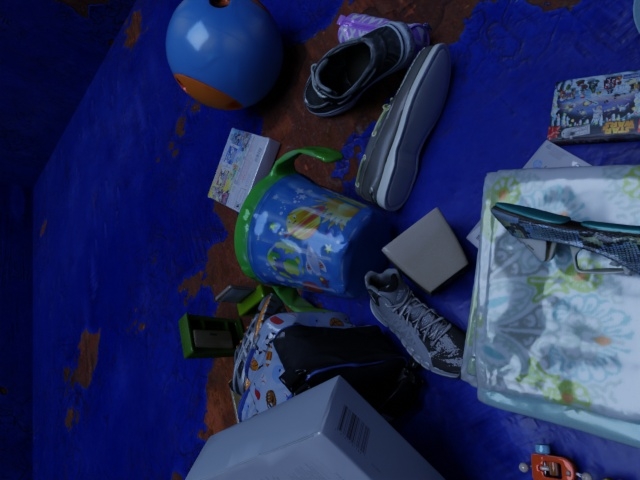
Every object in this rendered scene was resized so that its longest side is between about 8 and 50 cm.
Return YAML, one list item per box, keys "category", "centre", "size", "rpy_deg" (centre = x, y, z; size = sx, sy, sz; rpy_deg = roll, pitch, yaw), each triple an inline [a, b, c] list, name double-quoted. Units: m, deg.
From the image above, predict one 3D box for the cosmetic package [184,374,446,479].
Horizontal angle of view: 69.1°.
- category: "cosmetic package"
  centre: [0.040, 0.382, 0.633]
  size: [0.284, 0.377, 0.097]
  rpy_deg: [-36, 13, 31]

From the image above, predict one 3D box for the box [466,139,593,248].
- category: "box"
  centre: [0.325, -0.030, 0.673]
  size: [0.186, 0.038, 0.145]
  rpy_deg: [-56, 48, 19]

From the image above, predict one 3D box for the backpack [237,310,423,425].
- category: "backpack"
  centre: [-0.016, 0.256, 0.784]
  size: [0.213, 0.277, 0.263]
  rpy_deg: [47, 120, 48]

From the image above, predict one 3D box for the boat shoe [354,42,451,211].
- category: "boat shoe"
  centre: [0.146, -0.209, 0.846]
  size: [0.091, 0.109, 0.304]
  rpy_deg: [27, 102, 40]

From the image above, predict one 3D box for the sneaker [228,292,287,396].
- category: "sneaker"
  centre: [-0.126, 0.205, 0.916]
  size: [0.083, 0.084, 0.214]
  rpy_deg: [-7, 56, 36]

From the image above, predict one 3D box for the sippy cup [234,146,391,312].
- category: "sippy cup"
  centre: [0.000, 0.000, 0.866]
  size: [0.224, 0.305, 0.240]
  rpy_deg: [17, 63, 35]

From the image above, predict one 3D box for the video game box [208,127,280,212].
- category: "video game box"
  centre: [-0.207, -0.183, 1.227]
  size: [0.187, 0.048, 0.205]
  rpy_deg: [27, 98, 43]

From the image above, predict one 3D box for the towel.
- category: "towel"
  centre: [0.362, 0.069, 0.541]
  size: [0.375, 0.090, 0.320]
  rpy_deg: [5, 88, 38]

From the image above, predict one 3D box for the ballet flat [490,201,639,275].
- category: "ballet flat"
  centre: [0.281, 0.002, 0.527]
  size: [0.189, 0.070, 0.070]
  rpy_deg: [17, 91, 41]

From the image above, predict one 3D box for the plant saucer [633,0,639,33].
- category: "plant saucer"
  centre: [0.505, -0.312, 0.574]
  size: [0.195, 0.038, 0.194]
  rpy_deg: [-14, 69, 42]

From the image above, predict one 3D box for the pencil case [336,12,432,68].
- category: "pencil case"
  centre: [0.123, -0.406, 0.937]
  size: [0.206, 0.088, 0.086]
  rpy_deg: [35, 104, 45]

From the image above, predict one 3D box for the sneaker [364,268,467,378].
- category: "sneaker"
  centre: [0.144, 0.118, 0.731]
  size: [0.086, 0.132, 0.229]
  rpy_deg: [-44, 44, -14]

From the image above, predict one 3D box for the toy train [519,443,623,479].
- category: "toy train"
  centre: [0.323, 0.341, 0.572]
  size: [0.125, 0.046, 0.166]
  rpy_deg: [-20, 63, 41]

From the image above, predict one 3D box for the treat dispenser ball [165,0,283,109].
- category: "treat dispenser ball"
  centre: [-0.237, -0.474, 1.163]
  size: [0.288, 0.288, 0.287]
  rpy_deg: [-14, 70, 42]

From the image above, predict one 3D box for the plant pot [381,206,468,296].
- category: "plant pot"
  centre: [0.176, 0.029, 0.745]
  size: [0.109, 0.109, 0.096]
  rpy_deg: [-37, 70, 4]

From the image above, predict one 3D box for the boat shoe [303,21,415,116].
- category: "boat shoe"
  centre: [0.036, -0.335, 0.924]
  size: [0.335, 0.119, 0.121]
  rpy_deg: [-16, 95, 60]

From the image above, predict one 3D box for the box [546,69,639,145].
- category: "box"
  centre: [0.398, -0.184, 0.650]
  size: [0.137, 0.027, 0.093]
  rpy_deg: [6, 84, 45]

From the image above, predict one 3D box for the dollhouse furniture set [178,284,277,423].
- category: "dollhouse furniture set"
  centre: [-0.168, 0.264, 0.994]
  size: [0.198, 0.151, 0.301]
  rpy_deg: [-40, 54, 30]
